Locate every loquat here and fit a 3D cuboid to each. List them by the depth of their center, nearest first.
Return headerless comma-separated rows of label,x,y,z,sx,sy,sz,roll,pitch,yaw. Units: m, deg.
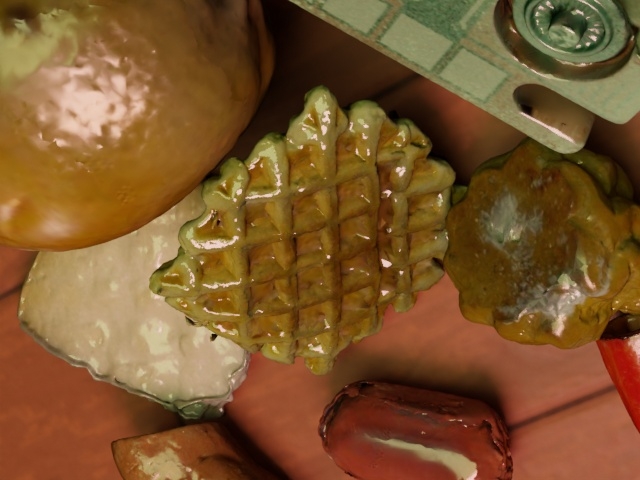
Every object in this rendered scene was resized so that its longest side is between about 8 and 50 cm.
loquat,-0.161,-0.127,1.171,0.283,0.276,0.276,-14,98,32

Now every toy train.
toy train,0.077,-0.185,1.079,0.326,0.129,0.159,28,147,-8

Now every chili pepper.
chili pepper,0.249,0.120,1.189,0.088,0.065,0.169,-23,102,0

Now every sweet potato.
sweet potato,-0.047,0.218,1.317,0.251,0.097,0.097,42,115,4

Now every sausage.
sausage,0.067,0.140,1.258,0.141,0.076,0.076,7,106,19

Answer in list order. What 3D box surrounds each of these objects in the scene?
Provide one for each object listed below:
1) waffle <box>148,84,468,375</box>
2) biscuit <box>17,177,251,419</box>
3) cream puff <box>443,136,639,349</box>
waffle,0.000,0.000,1.194,0.208,0.214,0.054,-50,45,15
biscuit,-0.112,0.046,1.328,0.265,0.040,0.188,-12,96,25
cream puff,0.161,0.004,1.168,0.146,0.116,0.146,-11,75,49
